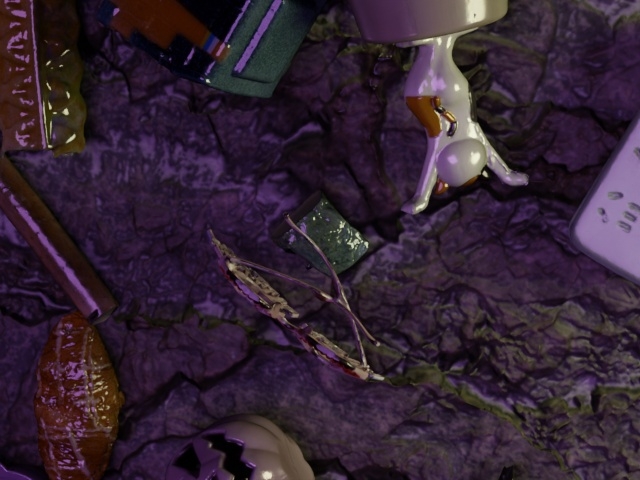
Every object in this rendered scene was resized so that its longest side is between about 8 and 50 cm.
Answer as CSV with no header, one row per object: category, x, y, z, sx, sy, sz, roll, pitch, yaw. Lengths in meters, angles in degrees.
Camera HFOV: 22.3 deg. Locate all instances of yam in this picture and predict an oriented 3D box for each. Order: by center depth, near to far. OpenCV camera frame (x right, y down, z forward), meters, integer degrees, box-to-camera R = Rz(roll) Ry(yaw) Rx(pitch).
yam,-0.327,-0.015,1.888,0.046,0.046,0.264,-38,88,15

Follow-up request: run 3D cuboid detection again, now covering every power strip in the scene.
power strip,0.402,-0.066,1.702,0.194,0.059,0.265,31,102,8

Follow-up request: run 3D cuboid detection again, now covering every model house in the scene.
model house,0.000,0.000,1.812,0.079,0.066,0.083,-44,103,4

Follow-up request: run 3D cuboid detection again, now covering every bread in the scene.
bread,-0.319,-0.226,1.839,0.098,0.087,0.269,-1,96,17
bread,-0.284,0.200,1.890,0.105,0.076,0.233,3,99,15

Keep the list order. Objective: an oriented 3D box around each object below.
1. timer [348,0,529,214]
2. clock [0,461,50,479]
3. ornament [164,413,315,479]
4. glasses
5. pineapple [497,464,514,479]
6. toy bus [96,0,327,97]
timer,0.129,-0.169,1.714,0.175,0.175,0.266,-7,104,14
clock,-0.384,0.328,1.940,0.110,0.050,0.152,37,103,7
ornament,-0.093,0.286,1.804,0.177,0.177,0.177,2,97,13
glasses,-0.018,0.060,1.775,0.255,0.162,0.095,42,84,2
pineapple,0.239,0.379,1.772,0.277,0.119,0.130,54,149,3
toy bus,-0.073,-0.321,1.713,0.194,0.162,0.323,37,105,24
